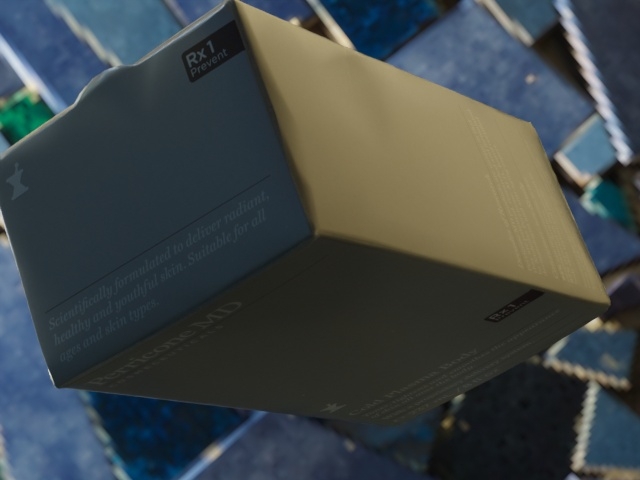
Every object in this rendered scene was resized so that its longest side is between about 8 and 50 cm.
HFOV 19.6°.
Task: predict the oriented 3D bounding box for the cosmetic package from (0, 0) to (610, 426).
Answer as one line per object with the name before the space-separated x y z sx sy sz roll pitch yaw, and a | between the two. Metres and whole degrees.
cosmetic package | 0.000 0.000 0.731 0.127 0.238 0.107 -32 69 27
